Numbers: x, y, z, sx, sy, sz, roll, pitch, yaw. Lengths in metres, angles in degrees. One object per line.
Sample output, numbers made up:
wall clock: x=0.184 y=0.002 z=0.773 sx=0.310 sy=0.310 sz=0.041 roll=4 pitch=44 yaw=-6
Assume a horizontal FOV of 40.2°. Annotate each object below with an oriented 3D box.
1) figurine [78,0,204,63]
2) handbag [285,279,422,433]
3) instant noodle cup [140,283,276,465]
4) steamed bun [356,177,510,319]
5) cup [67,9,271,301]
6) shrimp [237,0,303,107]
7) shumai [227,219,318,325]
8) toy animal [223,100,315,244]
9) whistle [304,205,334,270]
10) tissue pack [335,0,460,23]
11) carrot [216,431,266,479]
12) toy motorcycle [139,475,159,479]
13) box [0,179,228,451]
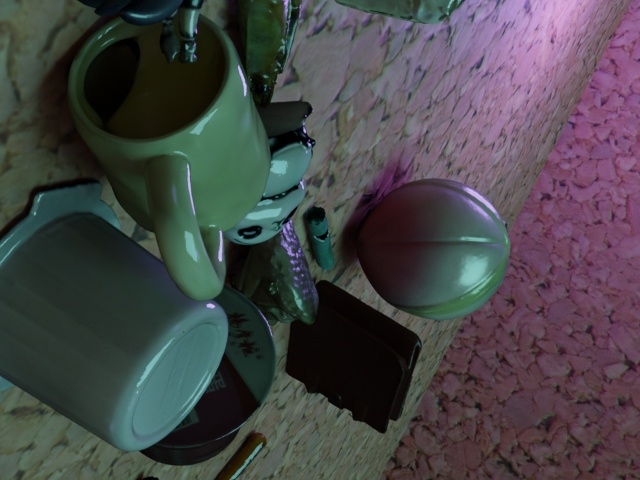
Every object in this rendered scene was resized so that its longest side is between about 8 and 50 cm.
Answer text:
figurine: x=-0.131 y=-0.283 z=0.692 sx=0.197 sy=0.175 sz=0.265 roll=2 pitch=109 yaw=-62
handbag: x=0.061 y=0.235 z=1.732 sx=0.084 sy=0.260 sz=0.275 roll=-45 pitch=157 yaw=-40
instant noodle cup: x=-0.184 y=0.187 z=1.169 sx=0.235 sy=0.235 sz=0.178 roll=-48 pitch=167 yaw=-29
steamed bun: x=0.202 y=0.016 z=1.755 sx=0.309 sy=0.309 sz=0.309 roll=-48 pitch=157 yaw=-28
cup: x=-0.122 y=-0.080 z=0.867 sx=0.173 sy=0.255 sz=0.202 roll=-34 pitch=153 yaw=-10
shrimp: x=-0.055 y=-0.272 z=1.045 sx=0.145 sy=0.061 sz=0.267 roll=-52 pitch=158 yaw=-46
shumai: x=-0.080 y=0.050 z=1.363 sx=0.120 sy=0.201 sz=0.201 roll=-19 pitch=161 yaw=9
toy animal: x=-0.079 y=-0.081 z=1.133 sx=0.166 sy=0.138 sz=0.179 roll=-18 pitch=132 yaw=-38
whistle: x=0.000 y=0.000 z=1.578 sx=0.039 sy=0.039 sz=0.186 roll=-52 pitch=159 yaw=-20
tissue pack: x=0.087 y=-0.381 z=0.850 sx=0.380 sy=0.207 sz=0.297 roll=-56 pitch=159 yaw=-67
carrot: x=-0.180 y=0.478 z=1.827 sx=0.190 sy=0.037 sz=0.037 roll=-47 pitch=157 yaw=-27
toy motorcycle: x=-0.301 y=0.506 z=1.462 sx=0.084 sy=0.118 sz=0.212 roll=9 pitch=111 yaw=-59
box: x=-0.242 y=0.113 z=0.924 sx=0.291 sy=0.206 sz=0.262 roll=-52 pitch=158 yaw=-26
